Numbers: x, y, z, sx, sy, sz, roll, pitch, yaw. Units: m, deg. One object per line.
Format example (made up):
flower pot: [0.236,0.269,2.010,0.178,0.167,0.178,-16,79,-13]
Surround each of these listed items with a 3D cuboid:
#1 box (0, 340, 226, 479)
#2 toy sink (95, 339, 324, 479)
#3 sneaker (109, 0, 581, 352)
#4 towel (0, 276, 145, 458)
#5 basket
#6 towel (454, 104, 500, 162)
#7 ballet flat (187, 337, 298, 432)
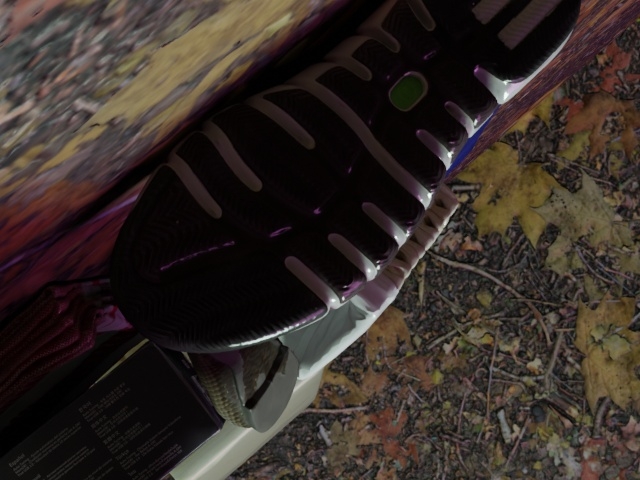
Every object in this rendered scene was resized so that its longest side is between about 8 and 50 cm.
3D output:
box: [-0.204,0.190,1.022,0.307,0.076,0.242,-38,178,-4]
toy sink: [-0.097,0.122,1.301,0.153,0.131,0.234,-40,171,-9]
sneaker: [0.009,-0.036,0.774,0.281,0.106,0.162,-40,179,-16]
towel: [-0.193,0.108,0.926,0.237,0.037,0.329,-40,176,6]
basket: [0.000,0.000,0.954,0.103,0.113,0.167,-47,180,-25]
towel: [0.048,-0.054,1.221,0.228,0.076,0.308,-47,176,-6]
ballet flat: [-0.060,0.040,0.891,0.084,0.058,0.250,-56,158,-22]
